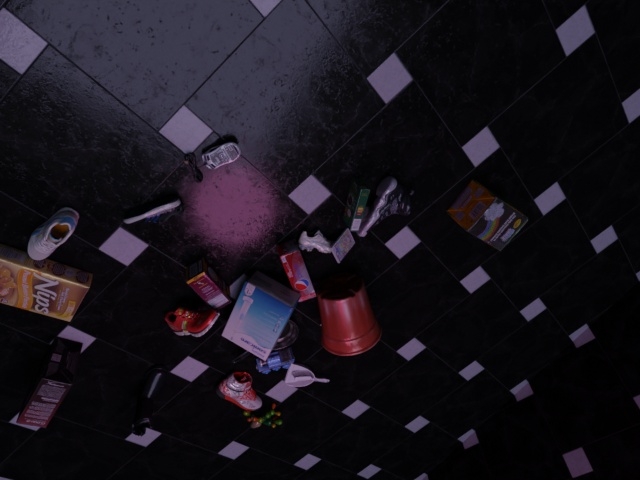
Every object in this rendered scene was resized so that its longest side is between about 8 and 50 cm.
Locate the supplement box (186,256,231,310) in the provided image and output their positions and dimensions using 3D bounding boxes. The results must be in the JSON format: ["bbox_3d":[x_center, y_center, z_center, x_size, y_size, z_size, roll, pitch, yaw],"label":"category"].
[{"bbox_3d":[-0.435,0.172,1.739,0.081,0.104,0.188,-30,126,4],"label":"supplement box"}]

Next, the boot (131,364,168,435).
[{"bbox_3d":[-0.737,0.696,1.934,0.094,0.207,0.246,23,113,-28],"label":"boot"}]

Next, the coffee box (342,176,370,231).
[{"bbox_3d":[0.134,-0.137,1.701,0.040,0.113,0.184,2,120,-17],"label":"coffee box"}]

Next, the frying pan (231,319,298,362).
[{"bbox_3d":[-0.237,0.461,2.025,0.197,0.053,0.326,29,113,-30],"label":"frying pan"}]

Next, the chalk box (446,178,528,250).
[{"bbox_3d":[0.714,-0.094,1.866,0.289,0.179,0.180,25,112,-30],"label":"chalk box"}]

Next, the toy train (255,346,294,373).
[{"bbox_3d":[-0.208,0.555,2.064,0.184,0.080,0.105,-10,148,-14],"label":"toy train"}]

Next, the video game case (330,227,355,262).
[{"bbox_3d":[0.091,0.020,1.811,0.122,0.011,0.087,-50,132,-27],"label":"video game case"}]

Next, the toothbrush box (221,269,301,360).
[{"bbox_3d":[-0.242,0.306,1.819,0.216,0.126,0.295,28,113,5],"label":"toothbrush box"}]

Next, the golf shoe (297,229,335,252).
[{"bbox_3d":[0.000,0.000,1.783,0.176,0.069,0.086,5,115,-21],"label":"golf shoe"}]

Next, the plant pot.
[{"bbox_3d":[0.107,0.298,1.908,0.272,0.272,0.265,-17,117,-5],"label":"plant pot"}]

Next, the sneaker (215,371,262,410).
[{"bbox_3d":[-0.353,0.719,2.137,0.270,0.090,0.145,35,110,-29],"label":"sneaker"}]

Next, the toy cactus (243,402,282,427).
[{"bbox_3d":[-0.310,0.907,2.285,0.219,0.112,0.180,17,135,-29],"label":"toy cactus"}]

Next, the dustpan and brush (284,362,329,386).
[{"bbox_3d":[-0.060,0.679,2.215,0.211,0.060,0.147,6,121,-20],"label":"dustpan and brush"}]

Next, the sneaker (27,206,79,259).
[{"bbox_3d":[-0.901,-0.011,1.485,0.229,0.092,0.087,-43,126,15],"label":"sneaker"}]

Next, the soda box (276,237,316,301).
[{"bbox_3d":[-0.097,0.125,1.816,0.083,0.092,0.263,-20,126,-4],"label":"soda box"}]

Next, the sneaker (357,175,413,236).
[{"bbox_3d":[0.261,-0.111,1.761,0.153,0.101,0.268,21,112,-25],"label":"sneaker"}]

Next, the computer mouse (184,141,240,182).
[{"bbox_3d":[-0.358,-0.276,1.506,0.193,0.042,0.106,-23,122,6],"label":"computer mouse"}]

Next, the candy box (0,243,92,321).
[{"bbox_3d":[-1.001,0.152,1.565,0.316,0.087,0.183,26,112,-29],"label":"candy box"}]

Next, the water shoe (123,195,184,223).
[{"bbox_3d":[-0.575,-0.085,1.546,0.203,0.073,0.080,-19,128,-3],"label":"water shoe"}]

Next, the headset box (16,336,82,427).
[{"bbox_3d":[-1.058,0.560,1.740,0.110,0.218,0.293,27,111,-30],"label":"headset box"}]

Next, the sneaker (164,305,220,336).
[{"bbox_3d":[-0.516,0.308,1.753,0.279,0.107,0.118,-15,122,33],"label":"sneaker"}]
